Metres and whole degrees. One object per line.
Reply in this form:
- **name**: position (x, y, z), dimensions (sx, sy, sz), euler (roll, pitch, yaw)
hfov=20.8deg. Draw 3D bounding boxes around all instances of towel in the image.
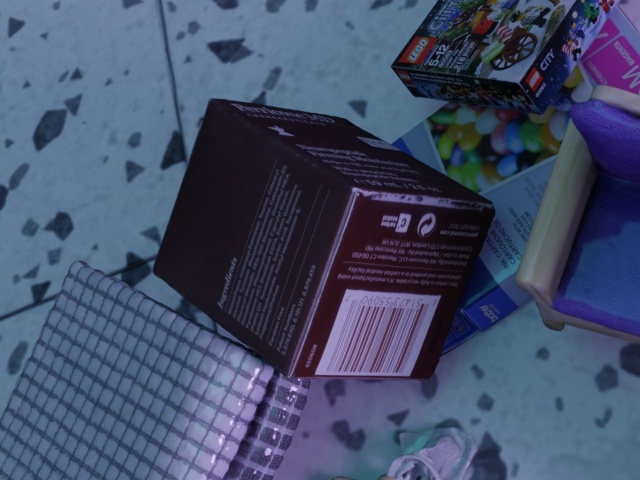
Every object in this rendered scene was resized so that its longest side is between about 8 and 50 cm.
- **towel**: position (-0.154, 0.172, 1.508), dimensions (0.284, 0.121, 0.235), euler (22, 87, 48)

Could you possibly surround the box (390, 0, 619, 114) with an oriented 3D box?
- **box**: position (0.186, -0.218, 1.526), dimensions (0.159, 0.044, 0.233), euler (14, 63, 48)

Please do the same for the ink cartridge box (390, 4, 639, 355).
- **ink cartridge box**: position (0.172, -0.055, 1.504), dimensions (0.311, 0.065, 0.185), euler (-37, 56, 10)

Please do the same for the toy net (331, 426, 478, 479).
- **toy net**: position (0.035, 0.238, 1.448), dimensions (0.232, 0.045, 0.122), euler (-36, 56, 8)

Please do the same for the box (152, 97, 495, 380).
- **box**: position (0.000, 0.000, 1.453), dimensions (0.203, 0.168, 0.167), euler (34, 111, 42)

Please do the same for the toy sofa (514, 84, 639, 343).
- **toy sofa**: position (0.337, 0.019, 1.282), dimensions (0.363, 0.177, 0.150), euler (16, 75, 20)
